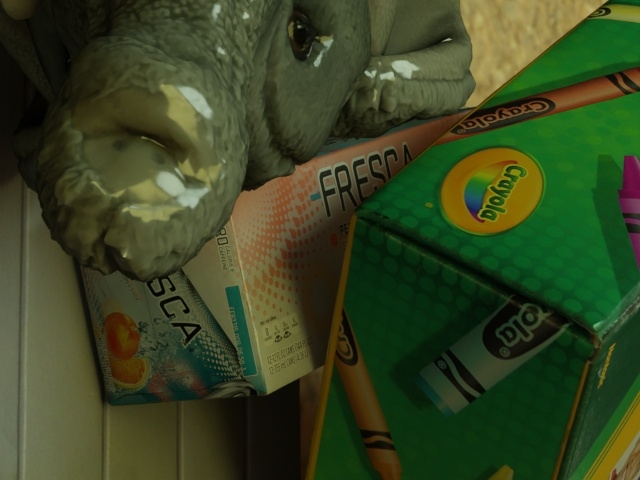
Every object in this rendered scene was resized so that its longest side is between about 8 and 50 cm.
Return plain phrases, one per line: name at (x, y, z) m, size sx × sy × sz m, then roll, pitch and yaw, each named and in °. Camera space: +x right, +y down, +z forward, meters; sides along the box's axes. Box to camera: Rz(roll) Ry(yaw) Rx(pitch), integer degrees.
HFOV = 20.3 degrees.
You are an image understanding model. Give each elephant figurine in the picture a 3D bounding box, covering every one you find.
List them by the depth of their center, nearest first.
elephant figurine at (-0.034, -0.078, 0.451) m, size 0.186 × 0.169 × 0.239 m, roll 12°, pitch 67°, yaw -42°

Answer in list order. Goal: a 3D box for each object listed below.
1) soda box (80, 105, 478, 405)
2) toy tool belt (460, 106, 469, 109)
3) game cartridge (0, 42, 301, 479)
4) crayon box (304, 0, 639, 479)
soda box at (0.000, 0.000, 0.578) m, size 0.183 × 0.058 × 0.063 m, roll -22°, pitch 102°, yaw -57°
toy tool belt at (0.047, -0.029, 0.724) m, size 0.083 × 0.052 × 0.051 m, roll 14°, pitch 64°, yaw -42°
game cartridge at (-0.085, -0.092, 0.568) m, size 0.230 × 0.068 × 0.355 m, roll 19°, pitch 68°, yaw -61°
crayon box at (0.069, 0.073, 0.597) m, size 0.165 × 0.081 × 0.278 m, roll -40°, pitch 150°, yaw -42°
